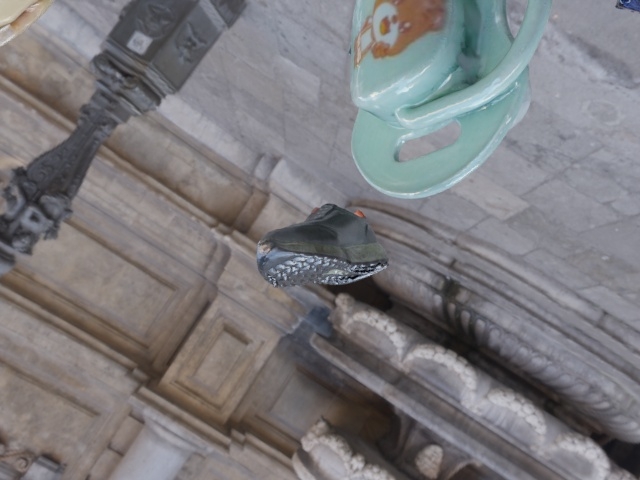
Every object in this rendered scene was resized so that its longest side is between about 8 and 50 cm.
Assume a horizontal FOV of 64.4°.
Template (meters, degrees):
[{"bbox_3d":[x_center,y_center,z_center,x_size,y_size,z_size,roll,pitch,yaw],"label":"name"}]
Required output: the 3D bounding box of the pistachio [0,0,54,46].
[{"bbox_3d":[-0.308,-0.194,0.318,0.214,0.318,0.193,50,167,-8],"label":"pistachio"}]

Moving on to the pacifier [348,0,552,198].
[{"bbox_3d":[0.172,-0.211,0.614,0.269,0.343,0.288,10,166,-38],"label":"pacifier"}]

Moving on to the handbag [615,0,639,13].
[{"bbox_3d":[0.438,-0.341,0.537,0.162,0.260,0.113,30,178,38],"label":"handbag"}]

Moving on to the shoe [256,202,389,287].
[{"bbox_3d":[-0.001,0.000,0.500,0.194,0.074,0.077,8,-119,-57],"label":"shoe"}]
